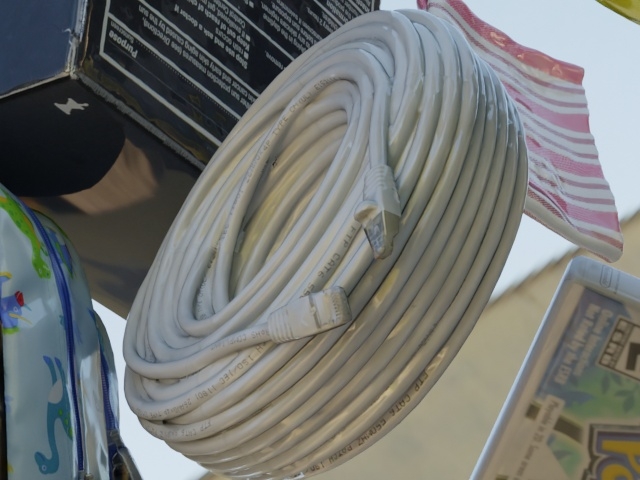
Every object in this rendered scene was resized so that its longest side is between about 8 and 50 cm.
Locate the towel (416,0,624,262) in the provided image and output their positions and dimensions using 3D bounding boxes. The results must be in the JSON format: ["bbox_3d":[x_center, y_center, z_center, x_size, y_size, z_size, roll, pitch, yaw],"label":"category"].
[{"bbox_3d":[0.133,-0.082,1.310,0.144,0.197,0.029,28,-57,-26],"label":"towel"}]

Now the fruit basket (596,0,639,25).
[{"bbox_3d":[0.200,-0.156,0.746,0.392,0.392,0.283,-36,-55,-12],"label":"fruit basket"}]

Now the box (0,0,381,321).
[{"bbox_3d":[-0.112,-0.133,1.255,0.182,0.294,0.296,-16,-35,31],"label":"box"}]

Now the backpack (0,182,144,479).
[{"bbox_3d":[-0.235,0.123,1.056,0.290,0.356,0.273,-16,-14,22],"label":"backpack"}]

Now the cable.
[{"bbox_3d":[0.000,0.000,0.999,0.089,0.257,0.257,34,-42,-20],"label":"cable"}]

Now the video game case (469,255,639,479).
[{"bbox_3d":[0.211,0.202,1.053,0.036,0.300,0.329,-62,-6,-62],"label":"video game case"}]
